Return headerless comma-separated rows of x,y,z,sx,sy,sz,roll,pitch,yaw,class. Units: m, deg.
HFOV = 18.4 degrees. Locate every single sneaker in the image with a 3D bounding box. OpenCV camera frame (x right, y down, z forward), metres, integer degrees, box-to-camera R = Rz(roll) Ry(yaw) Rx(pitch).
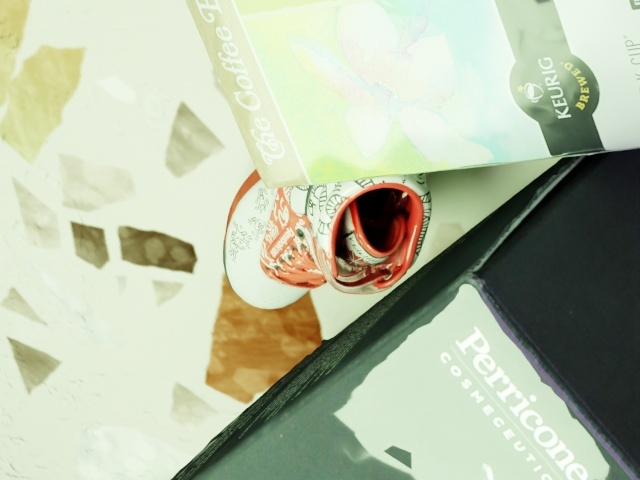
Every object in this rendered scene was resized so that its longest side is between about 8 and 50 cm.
-0.001,-0.001,1.454,0.090,0.145,0.270,13,135,-21,sneaker

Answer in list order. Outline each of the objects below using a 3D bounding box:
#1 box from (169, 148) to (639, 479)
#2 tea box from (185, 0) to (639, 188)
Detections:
0.191,0.230,1.343,0.480,0.297,0.472,49,136,0,box
0.083,-0.234,1.196,0.323,0.220,0.329,-6,121,31,tea box
